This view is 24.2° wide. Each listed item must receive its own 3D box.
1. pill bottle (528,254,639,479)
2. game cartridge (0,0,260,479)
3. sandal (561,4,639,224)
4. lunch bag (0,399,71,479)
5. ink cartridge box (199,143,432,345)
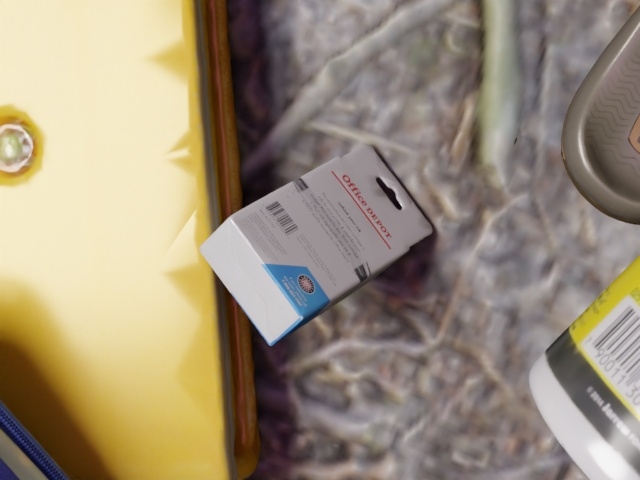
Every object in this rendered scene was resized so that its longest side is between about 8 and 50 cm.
[{"bbox_3d":[0.182,0.016,0.511,0.119,0.119,0.208,45,101,8],"label":"pill bottle"},{"bbox_3d":[-0.193,-0.033,0.640,0.323,0.052,0.285,-3,91,16],"label":"game cartridge"},{"bbox_3d":[0.161,-0.103,0.541,0.090,0.060,0.219,37,100,10],"label":"sandal"},{"bbox_3d":[-0.161,0.139,0.576,0.176,0.090,0.219,-37,100,29],"label":"lunch bag"},{"bbox_3d":[0.000,0.000,0.587,0.048,0.083,0.028,54,139,6],"label":"ink cartridge box"}]
